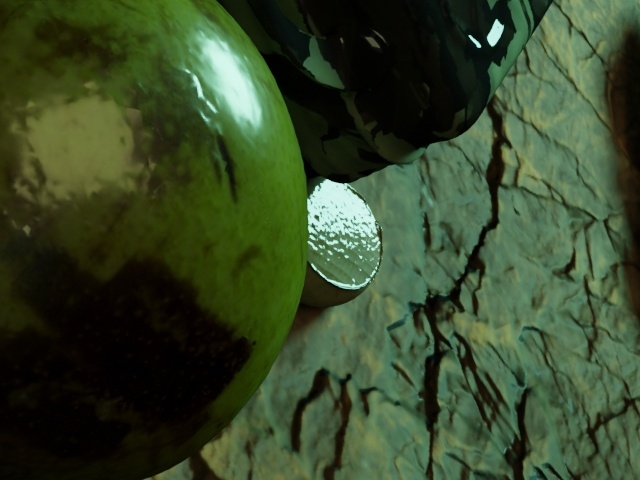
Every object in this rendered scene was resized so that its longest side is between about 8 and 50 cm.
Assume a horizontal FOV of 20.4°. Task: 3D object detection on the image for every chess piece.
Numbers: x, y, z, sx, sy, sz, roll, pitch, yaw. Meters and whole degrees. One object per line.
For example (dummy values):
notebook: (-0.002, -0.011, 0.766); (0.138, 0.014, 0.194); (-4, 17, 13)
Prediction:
chess piece: (0.000, 0.000, 1.100); (0.084, 0.038, 0.083); (19, 59, -33)

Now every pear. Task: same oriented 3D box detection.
pear: (-0.141, -0.008, 0.821); (0.283, 0.283, 0.283); (19, 60, -36)

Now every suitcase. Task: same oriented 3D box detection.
suitcase: (-0.016, -0.214, 1.043); (0.351, 0.194, 0.339); (62, 36, -25)
